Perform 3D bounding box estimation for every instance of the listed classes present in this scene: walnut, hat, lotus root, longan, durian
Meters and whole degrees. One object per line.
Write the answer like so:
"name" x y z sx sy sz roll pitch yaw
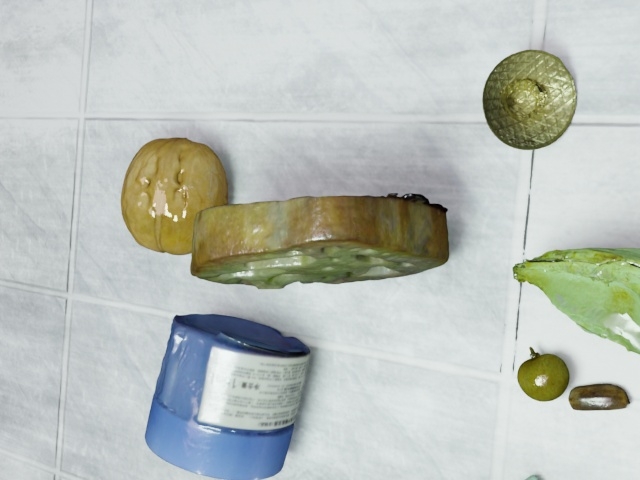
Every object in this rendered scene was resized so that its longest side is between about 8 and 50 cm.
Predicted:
"walnut" -0.268 -0.084 1.443 0.195 0.195 0.221 2 83 32
"hat" 0.299 -0.208 1.157 0.146 0.067 0.145 -1 99 -9
"lotus root" 0.394 0.223 1.106 0.083 0.030 0.037 -8 84 31
"longan" 0.322 0.193 1.130 0.075 0.075 0.083 -27 67 29
"lotus root" 0.000 0.000 1.159 0.391 0.375 0.111 -1 78 -6
"durian" 0.428 0.085 0.989 0.395 0.198 0.163 15 99 33

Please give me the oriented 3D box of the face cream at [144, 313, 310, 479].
"face cream" -0.155 0.256 1.329 0.249 0.249 0.225 17 93 31

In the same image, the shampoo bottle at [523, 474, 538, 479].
"shampoo bottle" 0.343 0.441 1.130 0.069 0.041 0.190 -42 69 19
